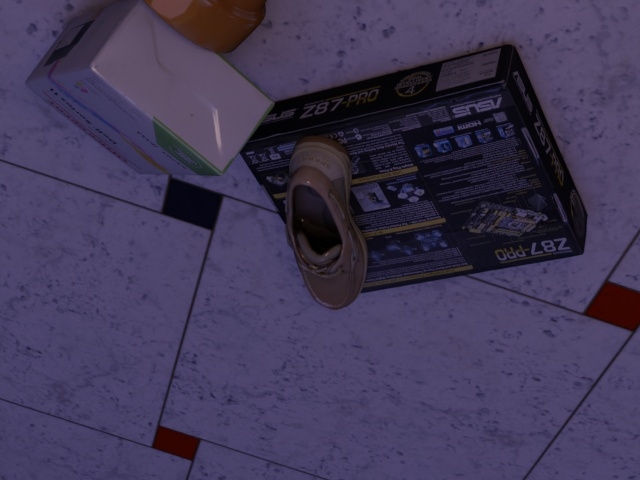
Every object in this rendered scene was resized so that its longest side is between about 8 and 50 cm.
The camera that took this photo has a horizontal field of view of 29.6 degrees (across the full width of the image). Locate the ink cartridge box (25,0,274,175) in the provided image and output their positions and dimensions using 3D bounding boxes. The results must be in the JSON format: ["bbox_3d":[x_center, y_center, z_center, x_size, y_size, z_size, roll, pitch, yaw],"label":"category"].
[{"bbox_3d":[-0.235,-0.184,1.524,0.207,0.119,0.353,40,165,-24],"label":"ink cartridge box"}]

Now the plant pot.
[{"bbox_3d":[-0.106,-0.349,1.365,0.188,0.205,0.205,-40,116,22],"label":"plant pot"}]

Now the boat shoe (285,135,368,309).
[{"bbox_3d":[0.000,0.000,1.645,0.109,0.098,0.302,8,137,13],"label":"boat shoe"}]

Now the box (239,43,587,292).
[{"bbox_3d":[0.129,-0.080,1.661,0.395,0.097,0.318,-12,129,27],"label":"box"}]
